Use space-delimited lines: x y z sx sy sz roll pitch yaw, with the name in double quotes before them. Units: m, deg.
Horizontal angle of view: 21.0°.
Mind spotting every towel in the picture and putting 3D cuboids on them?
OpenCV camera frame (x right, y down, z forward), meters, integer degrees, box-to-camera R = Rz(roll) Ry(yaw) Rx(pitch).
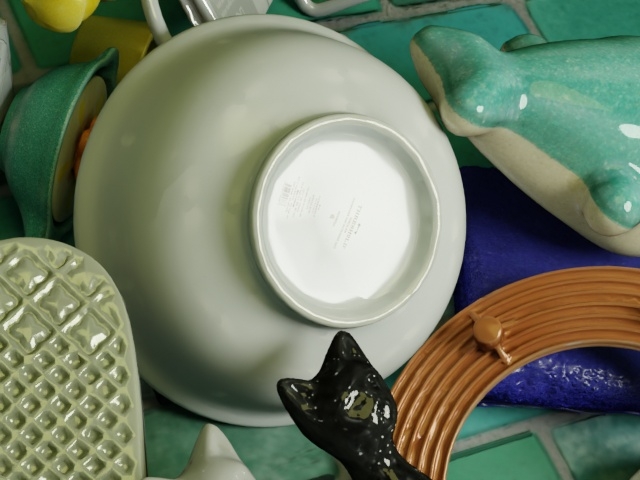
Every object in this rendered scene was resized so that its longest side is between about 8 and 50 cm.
"towel" 0.247 0.053 1.368 0.308 0.076 0.227 8 47 -13

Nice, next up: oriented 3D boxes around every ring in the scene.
"ring" 0.193 0.173 1.185 0.337 0.032 0.336 -3 67 8

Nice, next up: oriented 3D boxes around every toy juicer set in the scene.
"toy juicer set" -0.178 -0.091 1.225 0.089 0.209 0.329 17 51 6

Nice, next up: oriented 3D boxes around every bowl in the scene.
"bowl" -0.009 -0.014 1.189 0.298 0.134 0.298 0 90 -27

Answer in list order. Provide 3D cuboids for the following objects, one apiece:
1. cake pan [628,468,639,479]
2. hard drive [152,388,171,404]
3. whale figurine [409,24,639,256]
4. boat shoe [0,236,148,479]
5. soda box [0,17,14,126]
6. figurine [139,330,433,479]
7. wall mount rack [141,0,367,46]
"cake pan" 0.322 0.282 1.237 0.293 0.054 0.293 10 53 -13
"hard drive" -0.071 0.063 1.273 0.135 0.022 0.094 -12 61 -27
"whale figurine" 0.195 -0.098 1.284 0.272 0.141 0.216 23 32 -35
"boat shoe" -0.181 0.248 1.025 0.187 0.156 0.500 4 66 -20
"soda box" -0.366 -0.136 1.225 0.286 0.091 0.098 18 50 11
"figurine" -0.001 0.187 1.059 0.215 0.092 0.209 -31 98 -45
"wall mount rack" -0.052 -0.277 1.338 0.304 0.130 0.350 63 23 -23
